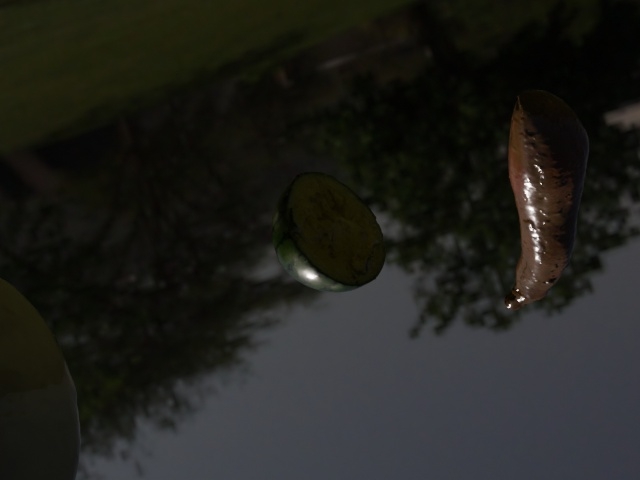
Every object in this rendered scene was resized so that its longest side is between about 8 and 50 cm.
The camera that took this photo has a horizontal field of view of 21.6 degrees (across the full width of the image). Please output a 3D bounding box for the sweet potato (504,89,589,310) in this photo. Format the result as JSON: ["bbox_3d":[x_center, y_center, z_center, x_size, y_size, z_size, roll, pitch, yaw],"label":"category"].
[{"bbox_3d":[0.141,-0.015,1.062,0.050,0.214,0.050,-2,-130,3],"label":"sweet potato"}]

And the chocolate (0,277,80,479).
[{"bbox_3d":[-0.349,0.176,1.376,0.314,0.326,0.297,10,179,39],"label":"chocolate"}]

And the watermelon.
[{"bbox_3d":[0.000,0.000,1.367,0.062,0.105,0.105,-40,171,38],"label":"watermelon"}]
